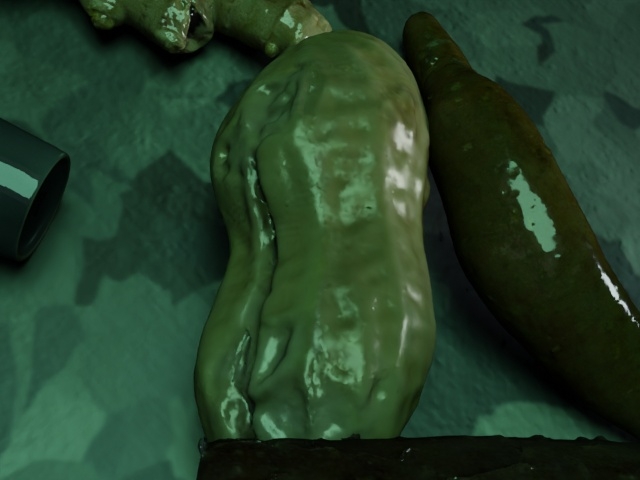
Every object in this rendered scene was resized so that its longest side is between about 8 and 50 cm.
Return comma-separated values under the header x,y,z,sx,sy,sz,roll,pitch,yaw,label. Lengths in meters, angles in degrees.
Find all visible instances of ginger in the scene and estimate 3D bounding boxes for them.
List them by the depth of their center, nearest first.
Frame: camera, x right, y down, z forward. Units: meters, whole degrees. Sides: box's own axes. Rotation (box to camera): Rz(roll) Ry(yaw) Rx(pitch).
x,y,z,sx,sy,sz,roll,pitch,yaw,label
-0.131,-0.169,0.610,0.287,0.075,0.089,13,64,-10,ginger

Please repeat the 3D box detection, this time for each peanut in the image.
x,y,z,sx,sy,sz,roll,pitch,yaw,label
0.000,0.000,0.507,0.130,0.130,0.290,7,61,-9,peanut

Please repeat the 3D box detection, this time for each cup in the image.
x,y,z,sx,sy,sz,roll,pitch,yaw,label
-0.194,-0.022,0.513,0.077,0.078,0.100,24,93,-4,cup

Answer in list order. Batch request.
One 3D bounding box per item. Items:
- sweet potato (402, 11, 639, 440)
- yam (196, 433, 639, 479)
x,y,z,sx,sy,sz,roll,pitch,yaw,label
0.115,-0.021,0.569,0.079,0.108,0.346,-29,67,12,sweet potato
0.072,0.140,0.381,0.279,0.131,0.131,3,61,-13,yam
